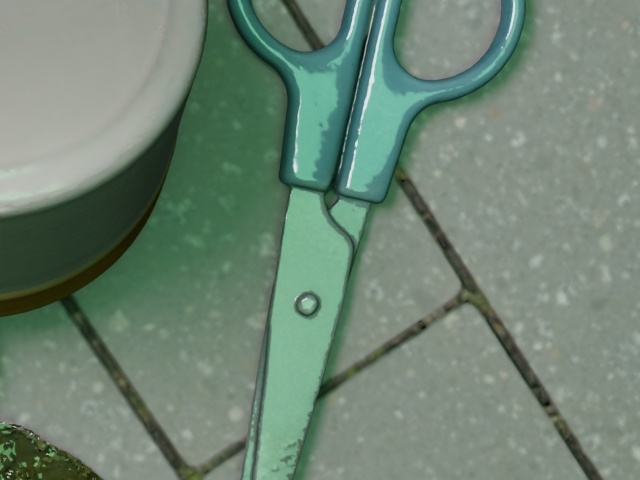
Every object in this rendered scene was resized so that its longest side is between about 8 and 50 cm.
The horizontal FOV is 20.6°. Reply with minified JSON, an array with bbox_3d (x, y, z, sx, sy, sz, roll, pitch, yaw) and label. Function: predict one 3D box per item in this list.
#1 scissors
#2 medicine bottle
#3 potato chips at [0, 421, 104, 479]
[{"bbox_3d":[0.000,0.000,1.114,0.193,0.029,0.447,12,91,-7],"label":"scissors"},{"bbox_3d":[-0.190,-0.096,0.958,0.238,0.232,0.237,3,74,-10],"label":"medicine bottle"},{"bbox_3d":[-0.219,0.174,1.101,0.209,0.026,0.142,42,90,-7],"label":"potato chips"}]
